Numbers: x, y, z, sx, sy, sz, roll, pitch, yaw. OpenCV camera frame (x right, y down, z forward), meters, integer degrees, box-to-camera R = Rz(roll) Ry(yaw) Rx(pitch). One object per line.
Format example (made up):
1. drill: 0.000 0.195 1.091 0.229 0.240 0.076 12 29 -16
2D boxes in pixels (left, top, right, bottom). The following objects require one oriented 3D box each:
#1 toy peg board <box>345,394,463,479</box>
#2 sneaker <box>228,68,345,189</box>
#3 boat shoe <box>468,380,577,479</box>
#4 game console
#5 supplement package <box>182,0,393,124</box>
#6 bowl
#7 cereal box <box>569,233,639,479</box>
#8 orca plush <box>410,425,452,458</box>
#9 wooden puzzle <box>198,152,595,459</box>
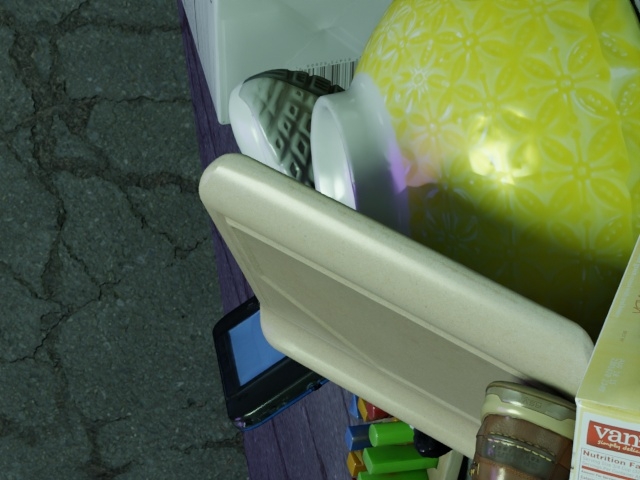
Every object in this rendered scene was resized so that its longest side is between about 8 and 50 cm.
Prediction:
1. toy peg board: 0.060 0.178 1.295 0.160 0.079 0.161 -117 30 -49
2. sneaker: 0.000 0.000 1.013 0.297 0.129 0.111 59 -137 -38
3. boat shoe: 0.103 0.128 0.722 0.178 0.064 0.060 67 -138 -63
4. game console: -0.037 0.021 1.458 0.173 0.250 0.293 56 -178 -17
5. supplement package: -0.034 -0.268 1.183 0.175 0.177 0.293 92 164 -48
6. bowl: 0.083 -0.044 0.857 0.289 0.156 0.289 170 90 -79
7. cereal box: 0.155 0.114 0.686 0.173 0.047 0.240 -56 -29 -48
8. orca plush: 0.067 0.034 1.161 0.102 0.151 0.287 -35 58 44
9. wooden puzzle: 0.049 0.048 0.780 0.044 0.221 0.238 -57 -17 -18
